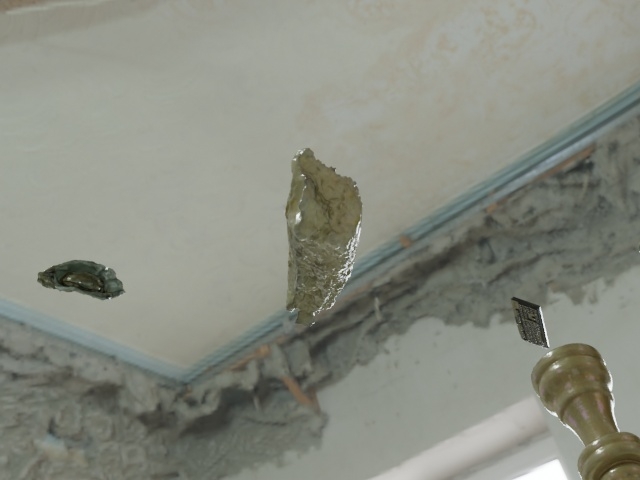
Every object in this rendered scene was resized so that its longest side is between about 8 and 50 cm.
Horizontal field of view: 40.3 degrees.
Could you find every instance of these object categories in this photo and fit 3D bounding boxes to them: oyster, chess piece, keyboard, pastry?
[{"bbox_3d":[-0.339,0.067,1.251,0.098,0.100,0.037,-18,-46,-45],"label":"oyster"},{"bbox_3d":[0.403,0.313,1.197,0.117,0.397,0.117,-3,-55,-5],"label":"chess piece"},{"bbox_3d":[0.348,0.138,1.446,0.010,0.053,0.155,-59,-33,-20],"label":"keyboard"},{"bbox_3d":[-0.001,-0.005,1.026,0.089,0.121,0.258,-2,-29,-6],"label":"pastry"}]

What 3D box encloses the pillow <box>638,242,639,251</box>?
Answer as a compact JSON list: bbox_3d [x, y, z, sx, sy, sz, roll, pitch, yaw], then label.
[{"bbox_3d":[0.683,-0.004,1.588,0.144,0.078,0.254,-22,6,4],"label":"pillow"}]
